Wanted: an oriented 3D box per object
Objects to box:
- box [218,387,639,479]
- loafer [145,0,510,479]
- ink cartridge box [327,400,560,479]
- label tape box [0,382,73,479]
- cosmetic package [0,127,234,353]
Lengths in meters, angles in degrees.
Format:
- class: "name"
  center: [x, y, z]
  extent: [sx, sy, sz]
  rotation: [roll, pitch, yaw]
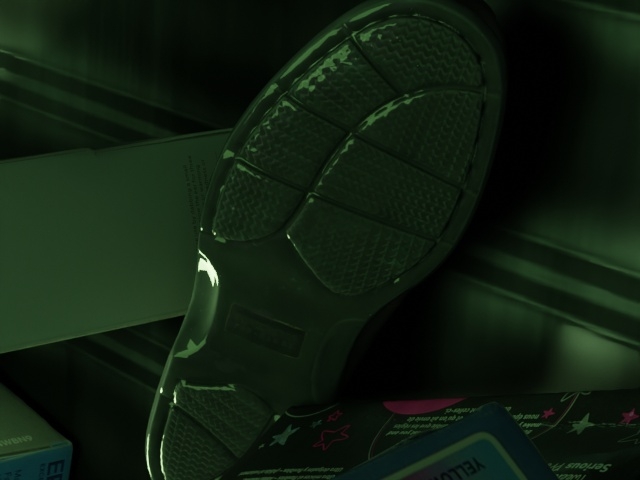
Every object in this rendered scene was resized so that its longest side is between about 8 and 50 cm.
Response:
- class: "box"
  center: [0.057, 0.166, 0.758]
  extent: [0.247, 0.142, 0.163]
  rotation: [-9, 117, 52]
- class: "loafer"
  center: [0.000, 0.000, 0.878]
  extent: [0.109, 0.095, 0.302]
  rotation: [27, 123, 1]
- class: "ink cartridge box"
  center: [0.065, 0.284, 0.541]
  extent: [0.395, 0.151, 0.270]
  rotation: [52, 142, 19]
- class: "label tape box"
  center: [-0.309, 0.170, 1.276]
  extent: [0.348, 0.115, 0.249]
  rotation: [34, 122, 45]
- class: "cosmetic package"
  center: [-0.242, 0.013, 1.026]
  extent: [0.377, 0.284, 0.097]
  rotation: [-4, 93, 52]
